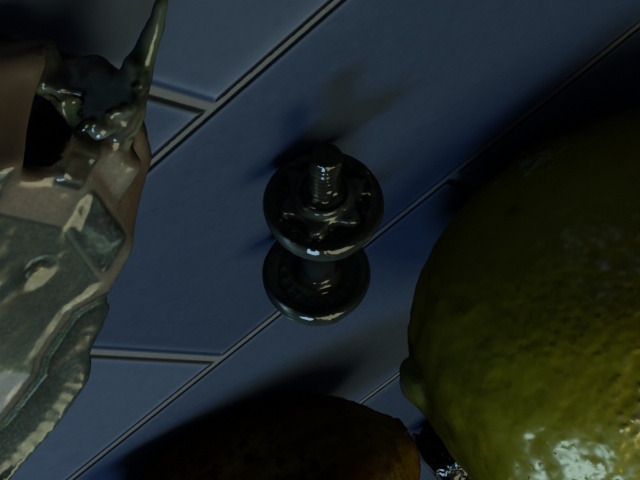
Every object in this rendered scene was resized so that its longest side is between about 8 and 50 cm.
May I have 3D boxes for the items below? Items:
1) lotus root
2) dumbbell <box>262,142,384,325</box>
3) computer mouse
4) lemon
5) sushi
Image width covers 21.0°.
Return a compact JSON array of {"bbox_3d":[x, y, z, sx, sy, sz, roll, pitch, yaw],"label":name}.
[{"bbox_3d":[-0.048,0.245,1.560,0.291,0.193,0.193,-28,160,-21],"label":"lotus root"},{"bbox_3d":[0.000,0.000,1.198,0.081,0.081,0.254,-26,159,-13],"label":"dumbbell"},{"bbox_3d":[-0.206,0.008,0.908,0.199,0.115,0.389,12,121,-48],"label":"computer mouse"},{"bbox_3d":[0.231,0.081,1.340,0.364,0.364,0.364,-26,159,-11],"label":"lemon"},{"bbox_3d":[0.167,0.236,1.944,0.078,0.090,0.150,-39,156,10],"label":"sushi"}]
